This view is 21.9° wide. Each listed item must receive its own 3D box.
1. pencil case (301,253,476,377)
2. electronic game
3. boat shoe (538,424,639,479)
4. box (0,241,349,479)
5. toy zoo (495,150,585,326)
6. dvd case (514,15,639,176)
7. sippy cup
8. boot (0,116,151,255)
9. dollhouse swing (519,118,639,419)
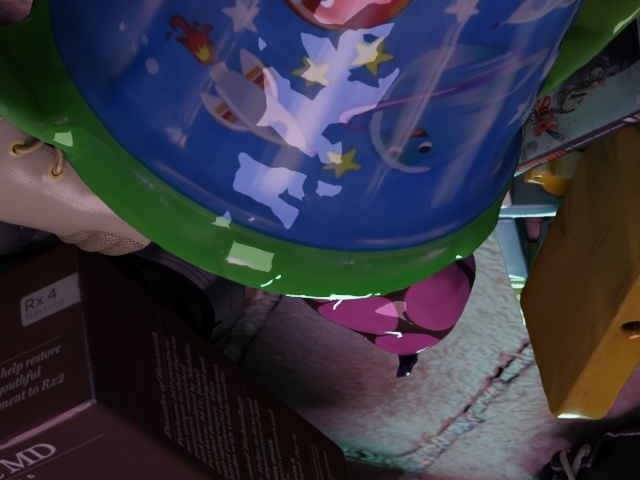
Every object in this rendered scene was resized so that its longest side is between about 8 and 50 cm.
[{"bbox_3d":[0.000,0.000,1.029,0.098,0.095,0.209,-17,140,41],"label":"pencil case"},{"bbox_3d":[-0.168,0.036,1.169,0.229,0.048,0.229,0,148,0],"label":"electronic game"},{"bbox_3d":[0.226,0.204,1.324,0.102,0.108,0.301,11,157,-8],"label":"boat shoe"},{"bbox_3d":[-0.136,0.168,1.184,0.191,0.143,0.381,-26,140,17],"label":"box"},{"bbox_3d":[0.197,-0.028,0.991,0.192,0.030,0.293,-1,149,14],"label":"toy zoo"},{"bbox_3d":[0.121,-0.084,0.855,0.013,0.087,0.119,17,152,-37],"label":"dvd case"},{"bbox_3d":[0.018,-0.131,0.682,0.240,0.305,0.224,38,136,5],"label":"sippy cup"},{"bbox_3d":[-0.167,-0.075,0.930,0.203,0.095,0.262,18,151,-16],"label":"boot"},{"bbox_3d":[0.316,0.096,0.856,0.347,0.305,0.315,2,148,-8],"label":"dollhouse swing"}]
